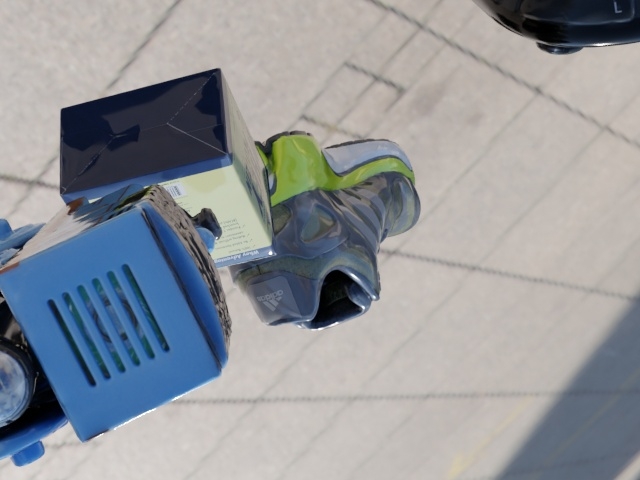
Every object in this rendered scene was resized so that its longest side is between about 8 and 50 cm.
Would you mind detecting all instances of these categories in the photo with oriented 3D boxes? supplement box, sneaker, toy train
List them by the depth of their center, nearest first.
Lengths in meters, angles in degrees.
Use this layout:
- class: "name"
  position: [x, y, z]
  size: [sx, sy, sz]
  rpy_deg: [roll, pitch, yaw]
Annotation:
- class: "toy train"
  position: [-0.087, 0.023, 0.505]
  size: [0.105, 0.080, 0.184]
  rpy_deg: [-23, -171, 1]
- class: "supplement box"
  position: [-0.073, -0.028, 0.659]
  size: [0.083, 0.056, 0.083]
  rpy_deg: [-13, 143, 8]
- class: "sneaker"
  position: [0.000, 0.000, 0.943]
  size: [0.111, 0.121, 0.300]
  rpy_deg: [-21, 174, 24]

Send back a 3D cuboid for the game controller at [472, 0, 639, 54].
- class: "game controller"
  position: [0.209, -0.151, 0.599]
  size: [0.319, 0.166, 0.067]
  rpy_deg: [-12, 114, -11]
